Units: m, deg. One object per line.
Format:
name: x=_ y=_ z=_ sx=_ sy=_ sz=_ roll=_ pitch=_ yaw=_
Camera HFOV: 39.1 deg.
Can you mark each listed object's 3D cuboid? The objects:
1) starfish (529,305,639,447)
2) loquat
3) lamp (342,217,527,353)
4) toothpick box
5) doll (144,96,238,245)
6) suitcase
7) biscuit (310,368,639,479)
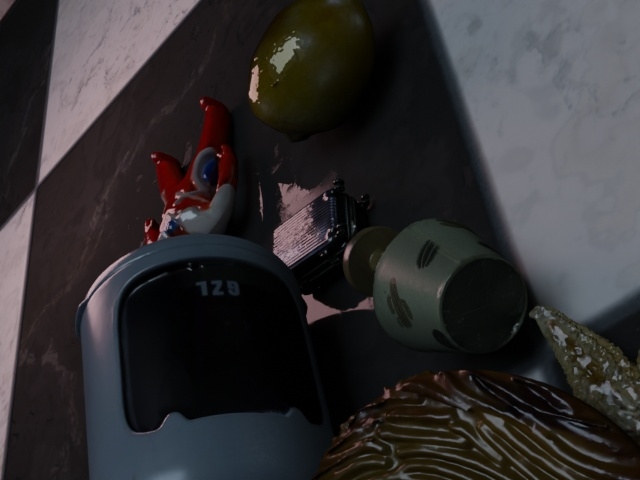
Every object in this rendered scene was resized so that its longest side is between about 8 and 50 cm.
starfish: x=0.249 y=0.127 z=0.601 sx=0.231 sy=0.048 sz=0.295 roll=-42 pitch=43 yaw=29
loquat: x=-0.008 y=-0.211 z=1.071 sx=0.152 sy=0.152 sz=0.195 roll=29 pitch=100 yaw=55
lamp: x=0.094 y=0.038 z=0.806 sx=0.121 sy=0.121 sz=0.215 roll=-66 pitch=22 yaw=-3
toothpick box: x=-0.105 y=0.200 z=0.865 sx=0.263 sy=0.263 sz=0.354 roll=-44 pitch=40 yaw=26
doll: x=-0.176 y=-0.038 z=1.229 sx=0.188 sy=0.099 sz=0.384 roll=-45 pitch=35 yaw=24
suitcase: x=0.000 y=0.000 z=0.996 sx=0.126 sy=0.059 sz=0.086 roll=-35 pitch=42 yaw=35
biscuit: x=0.106 y=0.248 z=0.629 sx=0.318 sy=0.040 sz=0.317 roll=-8 pitch=77 yaw=37
